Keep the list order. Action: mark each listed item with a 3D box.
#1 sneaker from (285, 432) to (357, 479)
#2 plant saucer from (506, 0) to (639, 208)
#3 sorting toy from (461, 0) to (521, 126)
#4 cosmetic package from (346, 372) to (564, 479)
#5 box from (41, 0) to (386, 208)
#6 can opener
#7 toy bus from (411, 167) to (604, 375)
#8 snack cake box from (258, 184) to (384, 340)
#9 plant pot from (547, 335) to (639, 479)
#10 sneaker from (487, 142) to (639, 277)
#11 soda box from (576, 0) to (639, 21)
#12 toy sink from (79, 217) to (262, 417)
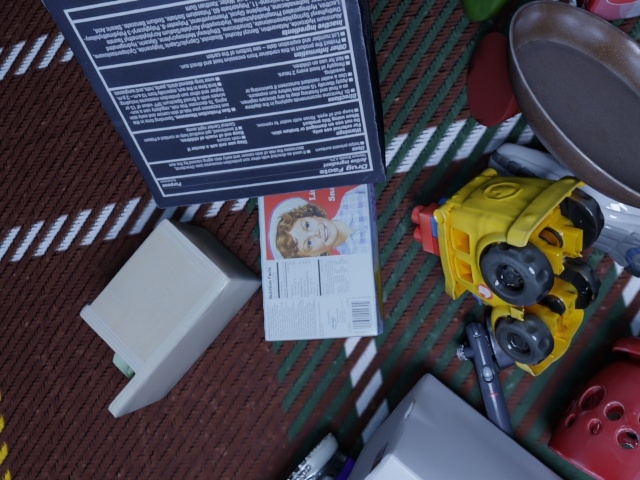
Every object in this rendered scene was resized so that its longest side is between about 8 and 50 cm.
[{"bbox_3d":[-0.030,0.411,0.778,0.146,0.102,0.293,39,93,11],"label":"sneaker"},{"bbox_3d":[0.333,-0.152,0.693,0.310,0.050,0.311,15,53,-20],"label":"plant saucer"},{"bbox_3d":[0.271,-0.335,0.801,0.126,0.127,0.366,-2,86,-13],"label":"sorting toy"},{"bbox_3d":[0.209,0.354,0.663,0.385,0.217,0.156,37,111,12],"label":"cosmetic package"},{"bbox_3d":[-0.089,-0.210,0.676,0.296,0.294,0.183,-6,47,9],"label":"box"},{"bbox_3d":[0.223,0.191,0.771,0.073,0.059,0.186,-11,83,19],"label":"can opener"},{"bbox_3d":[0.212,0.026,0.732,0.211,0.220,0.149,19,45,43],"label":"toy bus"},{"bbox_3d":[0.000,0.000,0.816,0.152,0.089,0.264,-4,84,12],"label":"snack cake box"},{"bbox_3d":[0.383,0.214,0.675,0.191,0.191,0.174,28,86,12],"label":"plant pot"},{"bbox_3d":[0.358,-0.053,0.760,0.297,0.111,0.129,28,69,12],"label":"sneaker"},{"bbox_3d":[0.371,-0.347,0.687,0.092,0.263,0.084,-6,85,10],"label":"soda box"},{"bbox_3d":[-0.217,0.099,0.816,0.131,0.153,0.234,41,94,11],"label":"toy sink"}]
